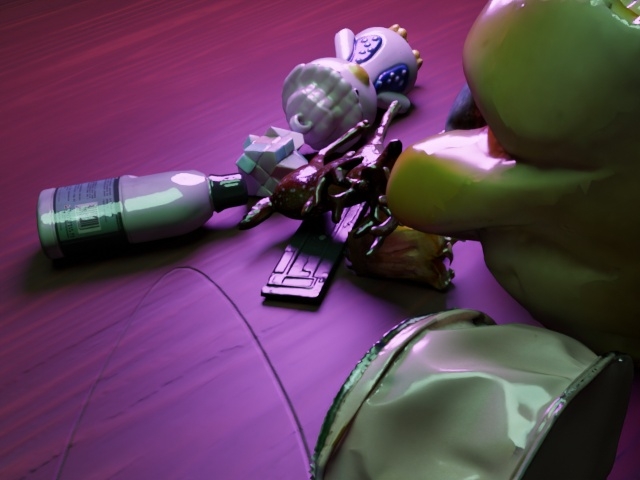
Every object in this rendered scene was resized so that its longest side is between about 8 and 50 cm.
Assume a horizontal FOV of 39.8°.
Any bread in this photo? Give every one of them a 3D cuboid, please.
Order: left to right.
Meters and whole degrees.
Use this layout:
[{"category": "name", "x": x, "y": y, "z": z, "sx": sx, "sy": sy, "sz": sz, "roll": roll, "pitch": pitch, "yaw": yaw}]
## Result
[{"category": "bread", "x": 0.271, "y": -0.014, "z": 0.569, "sx": 0.423, "sy": 0.245, "sz": 0.329, "roll": 28, "pitch": 3, "yaw": -3}]

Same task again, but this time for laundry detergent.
[{"category": "laundry detergent", "x": -0.192, "y": -0.038, "z": 0.972, "sx": 0.225, "sy": 0.070, "sz": 0.099, "roll": -12, "pitch": 26, "yaw": -6}]

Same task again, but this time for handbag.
[{"category": "handbag", "x": 0.100, "y": 0.132, "z": 0.549, "sx": 0.116, "sy": 0.179, "sz": 0.205, "roll": 24, "pitch": 16, "yaw": 34}]

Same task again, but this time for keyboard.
[{"category": "keyboard", "x": 0.000, "y": 0.000, "z": 0.928, "sx": 0.061, "sy": 0.013, "sz": 0.204, "roll": 4, "pitch": 35, "yaw": 18}]

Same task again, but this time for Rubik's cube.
[{"category": "Rubik's cube", "x": -0.052, "y": -0.095, "z": 1.026, "sx": 0.084, "sy": 0.073, "sz": 0.075, "roll": -4, "pitch": 29, "yaw": 17}]

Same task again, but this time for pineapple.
[{"category": "pineapple", "x": 0.078, "y": -0.002, "z": 0.879, "sx": 0.116, "sy": 0.069, "sz": 0.137, "roll": -16, "pitch": 24, "yaw": -4}]

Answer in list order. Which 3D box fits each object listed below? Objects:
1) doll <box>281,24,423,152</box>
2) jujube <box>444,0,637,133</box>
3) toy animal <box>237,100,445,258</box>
[{"category": "doll", "x": 0.046, "y": -0.203, "z": 1.142, "sx": 0.119, "sy": 0.138, "sz": 0.293, "roll": -34, "pitch": 6, "yaw": 45}, {"category": "jujube", "x": 0.275, "y": -0.103, "z": 0.852, "sx": 0.307, "sy": 0.215, "sz": 0.247, "roll": -5, "pitch": 56, "yaw": -2}, {"category": "toy animal", "x": 0.031, "y": -0.053, "z": 0.882, "sx": 0.243, "sy": 0.087, "sz": 0.260, "roll": -27, "pitch": 14, "yaw": 45}]
